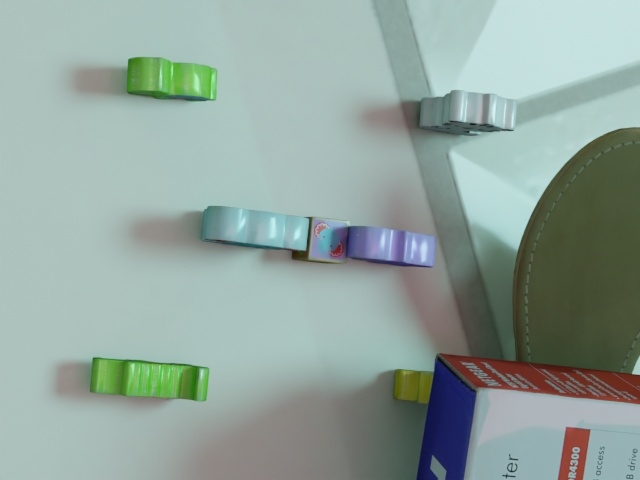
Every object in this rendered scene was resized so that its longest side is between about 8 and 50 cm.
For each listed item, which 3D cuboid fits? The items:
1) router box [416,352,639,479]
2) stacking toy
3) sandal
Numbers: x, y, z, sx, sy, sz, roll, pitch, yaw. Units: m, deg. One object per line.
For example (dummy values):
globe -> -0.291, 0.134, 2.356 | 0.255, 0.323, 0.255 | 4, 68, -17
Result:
router box -> 0.186, 0.240, 0.666 | 0.301, 0.082, 0.335 | 8, 96, -10
stacking toy -> 0.000, 0.000, 0.666 | 0.221, 0.052, 0.167 | 5, 87, -24
sandal -> 0.143, 0.044, 0.728 | 0.088, 0.079, 0.240 | 3, 109, -1
